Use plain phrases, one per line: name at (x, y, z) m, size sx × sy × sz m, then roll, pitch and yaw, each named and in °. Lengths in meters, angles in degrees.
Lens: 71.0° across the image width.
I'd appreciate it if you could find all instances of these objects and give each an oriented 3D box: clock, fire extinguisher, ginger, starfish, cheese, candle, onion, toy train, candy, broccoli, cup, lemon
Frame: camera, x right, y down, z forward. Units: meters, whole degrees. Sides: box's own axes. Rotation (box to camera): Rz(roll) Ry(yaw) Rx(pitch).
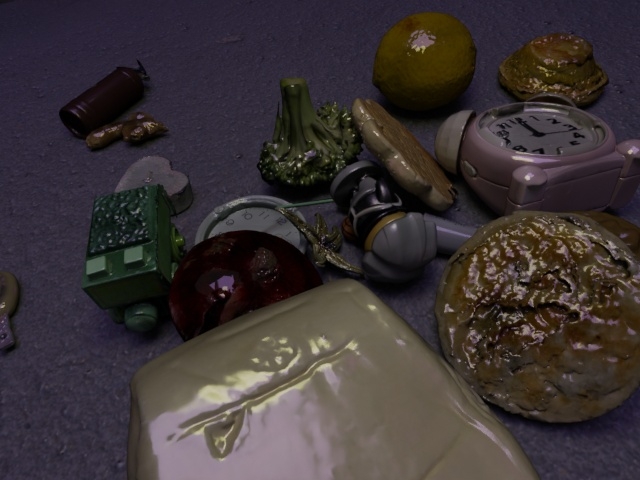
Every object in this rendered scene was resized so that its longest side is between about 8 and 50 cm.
clock at (-0.140, 0.004, 0.933) m, size 0.236 × 0.053 × 0.236 m, roll -1°, pitch 51°, yaw 1°
fire extinguisher at (-0.634, -0.450, 1.354) m, size 0.138 × 0.102 × 0.344 m, roll 21°, pitch 54°, yaw 13°
ginger at (-0.542, -0.301, 1.245) m, size 0.214 × 0.059 × 0.133 m, roll -27°, pitch 47°, yaw -19°
starfish at (-0.002, 0.001, 0.879) m, size 0.050 × 0.217 × 0.223 m, roll -42°, pitch 14°, yaw 16°
cheese at (-0.632, 0.141, 0.880) m, size 0.097 × 0.037 × 0.192 m, roll -32°, pitch 54°, yaw -19°
candle at (-0.405, -0.122, 1.066) m, size 0.168 × 0.068 × 0.192 m, roll -32°, pitch 51°, yaw -25°
onion at (-0.110, 0.091, 0.734) m, size 0.272 × 0.195 × 0.272 m, roll 6°, pitch 60°, yaw -11°
toy train at (-0.341, 0.030, 0.845) m, size 0.159 × 0.188 × 0.271 m, roll -14°, pitch 51°, yaw -4°
clock at (0.450, -0.185, 0.961) m, size 0.342 × 0.184 × 0.326 m, roll -11°, pitch 45°, yaw -13°
candy at (-0.003, -0.084, 0.969) m, size 0.202 × 0.061 × 0.061 m, roll -10°, pitch 46°, yaw -26°
broccoli at (-0.039, -0.238, 1.008) m, size 0.247 × 0.243 × 0.263 m, roll -36°, pitch 43°, yaw -26°
cup at (0.253, -0.013, 0.907) m, size 0.116 × 0.074 × 0.104 m, roll 14°, pitch 23°, yaw 13°
lemon at (0.275, -0.466, 1.179) m, size 0.267 × 0.267 × 0.267 m, roll -3°, pitch 48°, yaw 3°

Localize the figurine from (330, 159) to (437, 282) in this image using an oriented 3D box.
figurine at (0.114, -0.024, 0.865) m, size 0.133 × 0.176 × 0.236 m, roll -11°, pitch 53°, yaw -28°

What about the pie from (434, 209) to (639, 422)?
pie at (0.337, 0.106, 0.702) m, size 0.339 × 0.077 × 0.339 m, roll -9°, pitch 69°, yaw 26°

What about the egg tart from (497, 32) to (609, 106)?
egg tart at (0.642, -0.479, 1.233) m, size 0.294 × 0.123 × 0.294 m, roll -3°, pitch 47°, yaw 3°

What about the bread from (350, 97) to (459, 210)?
bread at (0.176, -0.181, 0.947) m, size 0.054 × 0.316 × 0.316 m, roll -43°, pitch 42°, yaw 27°

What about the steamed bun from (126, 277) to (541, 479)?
steamed bun at (0.022, 0.293, 0.508) m, size 0.371 × 0.290 × 0.456 m, roll -21°, pitch 63°, yaw -20°

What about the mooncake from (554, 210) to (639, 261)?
mooncake at (0.461, 0.041, 0.800) m, size 0.235 × 0.117 × 0.235 m, roll -3°, pitch 52°, yaw 4°
